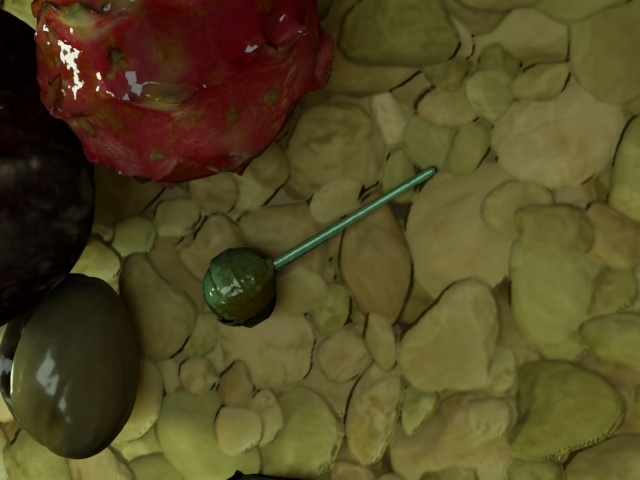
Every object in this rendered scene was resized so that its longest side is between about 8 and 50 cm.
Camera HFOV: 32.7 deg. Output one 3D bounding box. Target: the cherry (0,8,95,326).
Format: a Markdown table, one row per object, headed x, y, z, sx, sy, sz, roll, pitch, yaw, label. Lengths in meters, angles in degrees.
| x | y | z | sx | sy | sz | roll | pitch | yaw | label |
| --- | --- | --- | --- | --- | --- | --- | --- | --- | --- |
| -0.285 | -0.047 | 0.800 | 0.296 | 0.218 | 0.255 | -42 | 63 | 34 | cherry |

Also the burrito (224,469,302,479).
| x | y | z | sx | sy | sz | roll | pitch | yaw | label |
| --- | --- | --- | --- | --- | --- | --- | --- | --- | --- |
| -0.044 | 0.240 | 0.861 | 0.074 | 0.044 | 0.118 | 8 | 97 | 14 | burrito |

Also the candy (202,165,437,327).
| x | y | z | sx | sy | sz | roll | pitch | yaw | label |
| --- | --- | --- | --- | --- | --- | --- | --- | --- | --- |
| 0.000 | 0.000 | 0.809 | 0.202 | 0.061 | 0.061 | -31 | 88 | 13 | candy |

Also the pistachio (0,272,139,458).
| x | y | z | sx | sy | sz | roll | pitch | yaw | label |
| --- | --- | --- | --- | --- | --- | --- | --- | --- | --- |
| -0.197 | 0.099 | 0.862 | 0.113 | 0.113 | 0.149 | 13 | 96 | 17 | pistachio |

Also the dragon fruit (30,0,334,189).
| x | y | z | sx | sy | sz | roll | pitch | yaw | label |
| --- | --- | --- | --- | --- | --- | --- | --- | --- | --- |
| -0.097 | -0.130 | 0.743 | 0.210 | 0.205 | 0.268 | 18 | 141 | 0 | dragon fruit |
